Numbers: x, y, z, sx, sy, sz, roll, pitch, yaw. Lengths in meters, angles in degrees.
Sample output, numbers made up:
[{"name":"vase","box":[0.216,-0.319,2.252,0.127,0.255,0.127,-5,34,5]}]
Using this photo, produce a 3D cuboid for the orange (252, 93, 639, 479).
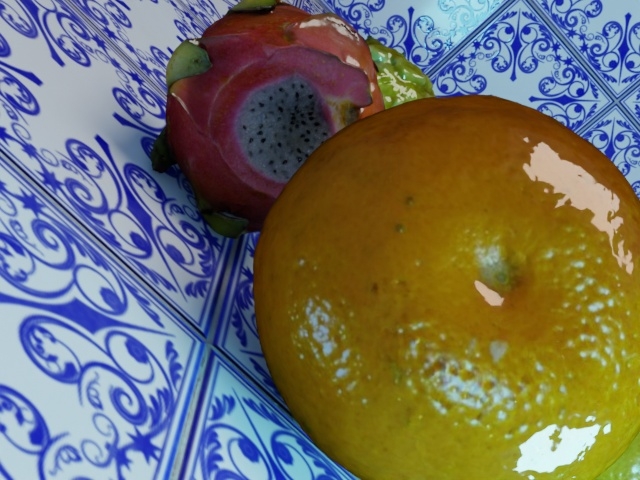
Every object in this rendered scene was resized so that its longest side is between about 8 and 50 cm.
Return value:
[{"name":"orange","box":[0.138,0.066,1.039,0.424,0.424,0.326,50,-17,3]}]

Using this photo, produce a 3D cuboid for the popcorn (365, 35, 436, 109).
[{"name":"popcorn","box":[0.071,-0.237,1.852,0.282,0.247,0.282,42,4,-3]}]

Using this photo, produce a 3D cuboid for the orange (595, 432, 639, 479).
[{"name":"orange","box":[0.424,0.257,1.407,0.274,0.274,0.274,44,16,-17]}]

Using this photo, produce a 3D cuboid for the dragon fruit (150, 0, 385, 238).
[{"name":"dragon fruit","box":[-0.054,-0.137,1.201,0.290,0.290,0.189,47,11,-7]}]
